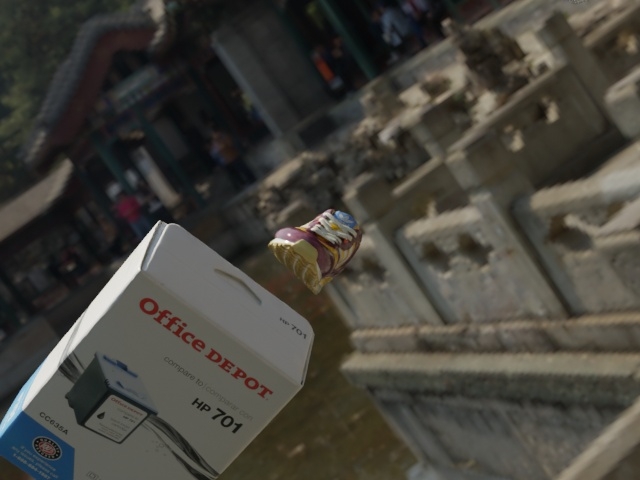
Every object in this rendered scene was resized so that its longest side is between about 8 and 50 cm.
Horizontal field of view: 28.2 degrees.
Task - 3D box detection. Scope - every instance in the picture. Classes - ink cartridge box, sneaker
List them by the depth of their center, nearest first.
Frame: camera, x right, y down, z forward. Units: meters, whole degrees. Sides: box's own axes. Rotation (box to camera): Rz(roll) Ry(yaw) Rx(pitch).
[{"bbox_3d":[-0.117,0.104,0.893,0.191,0.139,0.082,-48,12,25],"label":"ink cartridge box"},{"bbox_3d":[0.000,0.000,1.279,0.084,0.069,0.185,-48,-4,-5],"label":"sneaker"}]

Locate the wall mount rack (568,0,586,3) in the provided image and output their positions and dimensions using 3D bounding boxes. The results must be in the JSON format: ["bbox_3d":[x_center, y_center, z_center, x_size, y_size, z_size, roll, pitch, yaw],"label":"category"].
[{"bbox_3d":[0.253,-0.213,0.791,0.130,0.350,0.304,-25,-35,-12],"label":"wall mount rack"}]
